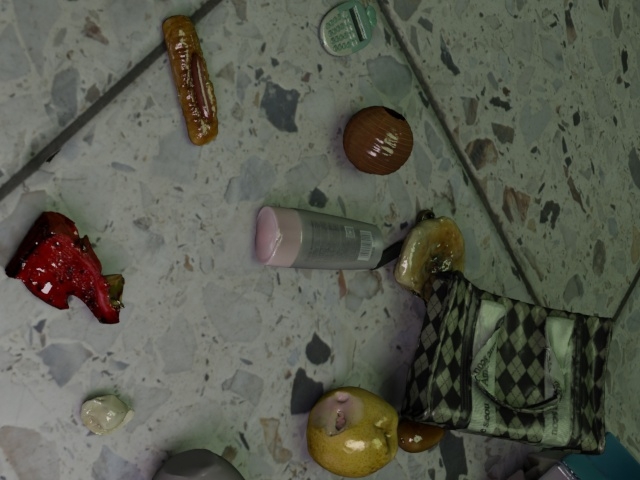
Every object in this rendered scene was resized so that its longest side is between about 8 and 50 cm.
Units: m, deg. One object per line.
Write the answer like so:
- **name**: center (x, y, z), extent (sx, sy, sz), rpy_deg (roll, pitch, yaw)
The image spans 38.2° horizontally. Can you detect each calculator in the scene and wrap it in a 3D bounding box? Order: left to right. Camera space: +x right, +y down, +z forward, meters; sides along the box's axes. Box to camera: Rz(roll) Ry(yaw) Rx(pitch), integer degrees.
- **calculator**: center (0.055, -0.409, 1.776), extent (0.153, 0.021, 0.095), rpy_deg (-36, 114, -36)

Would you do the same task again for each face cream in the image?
- **face cream**: center (0.000, 0.000, 1.693), extent (0.269, 0.073, 0.107), rpy_deg (6, 82, -43)

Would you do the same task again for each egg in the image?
- **egg**: center (-0.186, 0.447, 1.453), extent (0.176, 0.176, 0.231), rpy_deg (-29, 112, -39)

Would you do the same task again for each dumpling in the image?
- **dumpling**: center (-0.328, 0.266, 1.416), extent (0.052, 0.057, 0.076), rpy_deg (54, 20, 14)

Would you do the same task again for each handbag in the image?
- **handbag**: center (0.389, 0.247, 1.875), extent (0.416, 0.180, 0.316), rpy_deg (14, 79, -17)

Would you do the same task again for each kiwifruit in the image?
- **kiwifruit**: center (0.203, 0.392, 1.886), extent (0.124, 0.075, 0.075), rpy_deg (-12, 99, -46)

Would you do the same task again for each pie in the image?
- **pie**: center (0.234, 0.041, 1.911), extent (0.218, 0.052, 0.185), rpy_deg (32, 76, -44)

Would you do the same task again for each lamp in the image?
- **lamp**: center (0.109, -0.188, 1.753), extent (0.136, 0.136, 0.136), rpy_deg (0, 91, -43)

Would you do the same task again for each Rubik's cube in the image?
- **Rubik's cube**: center (0.581, 0.628, 2.053), extent (0.358, 0.368, 0.387), rpy_deg (-27, 64, -27)

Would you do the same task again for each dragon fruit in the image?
- **dragon fruit**: center (-0.354, 0.056, 1.348), extent (0.122, 0.092, 0.192), rpy_deg (-51, 122, -30)

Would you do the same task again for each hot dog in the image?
- **hot dog**: center (-0.205, -0.263, 1.517), extent (0.066, 0.047, 0.215), rpy_deg (-21, 105, -44)

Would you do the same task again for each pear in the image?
- **pear**: center (0.063, 0.352, 1.692), extent (0.178, 0.178, 0.178), rpy_deg (0, 91, -43)

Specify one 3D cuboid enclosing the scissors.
- **scissors**: center (0.170, 0.011, 1.891), extent (0.220, 0.017, 0.088), rpy_deg (-30, 115, -39)
